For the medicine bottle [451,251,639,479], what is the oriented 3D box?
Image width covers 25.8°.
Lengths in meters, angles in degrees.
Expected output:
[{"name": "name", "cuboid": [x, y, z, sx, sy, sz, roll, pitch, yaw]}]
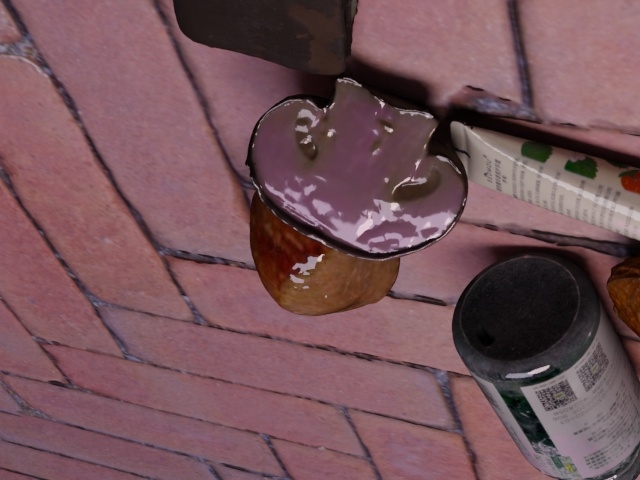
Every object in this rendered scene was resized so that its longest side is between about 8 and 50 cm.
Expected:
[{"name": "medicine bottle", "cuboid": [0.240, 0.145, 1.378, 0.141, 0.141, 0.293, 3, 147, 32]}]

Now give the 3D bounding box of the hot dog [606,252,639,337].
[{"name": "hot dog", "cuboid": [0.336, 0.088, 1.184, 0.160, 0.099, 0.227, 37, -171, -47]}]

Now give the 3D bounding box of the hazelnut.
[{"name": "hazelnut", "cuboid": [0.000, 0.000, 1.318, 0.143, 0.143, 0.154, -3, 164, 40]}]

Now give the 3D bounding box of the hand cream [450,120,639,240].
[{"name": "hand cream", "cuboid": [0.238, -0.038, 1.157, 0.276, 0.059, 0.095, 19, 158, 16]}]

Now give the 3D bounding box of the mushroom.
[{"name": "mushroom", "cuboid": [0.032, -0.064, 1.198, 0.188, 0.141, 0.117, 22, -173, -3]}]

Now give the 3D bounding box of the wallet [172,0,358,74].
[{"name": "wallet", "cuboid": [-0.056, -0.236, 1.034, 0.165, 0.042, 0.309, 18, 152, 13]}]
